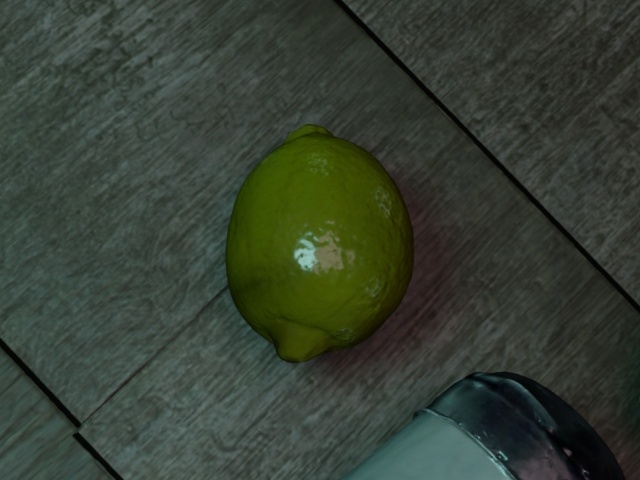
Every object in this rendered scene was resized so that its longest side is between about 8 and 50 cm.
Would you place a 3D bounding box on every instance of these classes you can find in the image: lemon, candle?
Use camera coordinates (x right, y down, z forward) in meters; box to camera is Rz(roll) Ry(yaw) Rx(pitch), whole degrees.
[{"bbox_3d":[0.000,0.000,1.332,0.184,0.184,0.248,8,66,-10],"label":"lemon"},{"bbox_3d":[0.097,0.287,1.262,0.342,0.221,0.221,-37,86,-18],"label":"candle"}]

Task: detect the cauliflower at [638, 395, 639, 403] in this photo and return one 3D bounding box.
[{"bbox_3d":[0.486,0.127,1.382,0.281,0.327,0.260,-14,95,-59],"label":"cauliflower"}]
